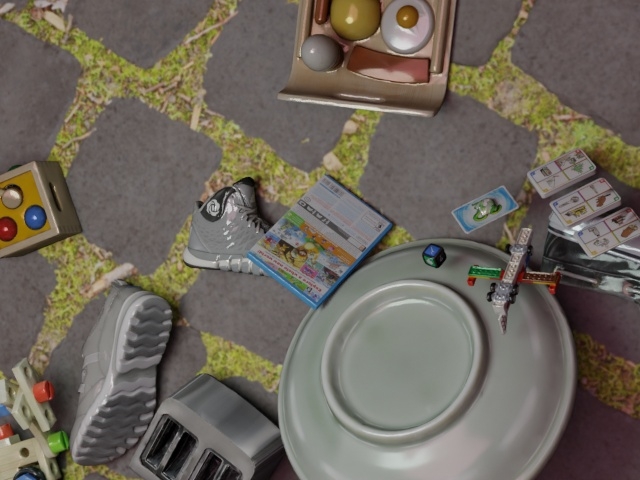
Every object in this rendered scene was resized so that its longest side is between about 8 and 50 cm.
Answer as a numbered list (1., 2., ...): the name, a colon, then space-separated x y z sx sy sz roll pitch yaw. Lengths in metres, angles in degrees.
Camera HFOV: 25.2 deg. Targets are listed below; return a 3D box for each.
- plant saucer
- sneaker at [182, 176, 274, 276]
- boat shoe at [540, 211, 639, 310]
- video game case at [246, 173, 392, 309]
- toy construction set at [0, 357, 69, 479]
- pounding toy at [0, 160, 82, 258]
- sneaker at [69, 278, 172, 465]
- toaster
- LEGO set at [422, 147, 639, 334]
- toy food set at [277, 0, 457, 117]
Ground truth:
1. plant saucer: 0.115 0.162 1.786 0.400 0.100 0.400 -11 59 20
2. sneaker: -0.080 -0.019 1.942 0.228 0.086 0.132 5 92 19
3. boat shoe: 0.430 0.053 1.766 0.335 0.121 0.119 21 104 29
4. video game case: 0.000 0.000 1.897 0.119 0.015 0.166 37 63 13
5. toy construction set: -0.489 0.285 2.066 0.327 0.151 0.215 -20 86 29
6. pounding toy: -0.439 -0.055 2.047 0.130 0.100 0.141 -21 86 18
7. sneaker: -0.291 0.187 2.031 0.115 0.105 0.281 36 109 46
8. toaster: -0.146 0.288 1.945 0.168 0.110 0.186 36 117 12
9. LEGO set: 0.254 0.002 1.757 0.244 0.060 0.182 -26 43 -3
10. toy food set: 0.063 -0.324 1.874 0.219 0.092 0.306 8 96 18
